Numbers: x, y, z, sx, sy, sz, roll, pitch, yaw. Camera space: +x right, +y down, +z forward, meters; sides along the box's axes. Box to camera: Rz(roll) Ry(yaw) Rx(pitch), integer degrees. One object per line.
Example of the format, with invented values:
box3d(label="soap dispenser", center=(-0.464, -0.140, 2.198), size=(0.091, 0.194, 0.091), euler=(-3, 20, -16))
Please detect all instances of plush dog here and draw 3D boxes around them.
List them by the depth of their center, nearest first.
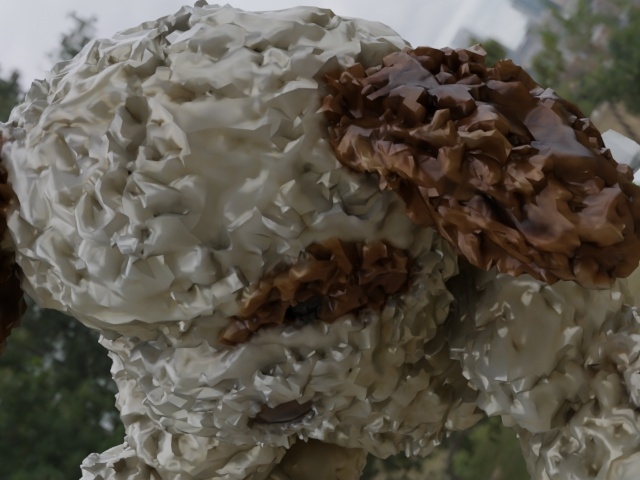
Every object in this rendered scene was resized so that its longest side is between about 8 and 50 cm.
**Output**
box3d(label="plush dog", center=(0.000, 0.000, 0.435), size=(0.225, 0.262, 0.210), euler=(38, -137, -60))

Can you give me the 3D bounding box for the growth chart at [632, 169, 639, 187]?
box3d(label="growth chart", center=(0.270, 0.016, 0.831), size=(0.172, 0.237, 0.021), euler=(2, 60, 61))
